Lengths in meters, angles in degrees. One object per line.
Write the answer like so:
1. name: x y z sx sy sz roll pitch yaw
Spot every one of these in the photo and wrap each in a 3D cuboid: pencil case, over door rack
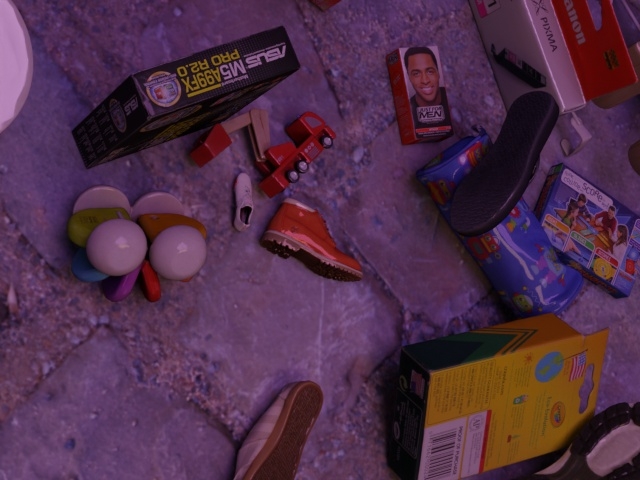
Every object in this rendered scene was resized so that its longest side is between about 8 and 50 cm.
1. pencil case: 0.270 -0.021 1.888 0.306 0.119 0.133 55 48 -8
2. over door rack: 0.450 -0.332 2.038 0.239 0.108 0.324 -24 92 -27

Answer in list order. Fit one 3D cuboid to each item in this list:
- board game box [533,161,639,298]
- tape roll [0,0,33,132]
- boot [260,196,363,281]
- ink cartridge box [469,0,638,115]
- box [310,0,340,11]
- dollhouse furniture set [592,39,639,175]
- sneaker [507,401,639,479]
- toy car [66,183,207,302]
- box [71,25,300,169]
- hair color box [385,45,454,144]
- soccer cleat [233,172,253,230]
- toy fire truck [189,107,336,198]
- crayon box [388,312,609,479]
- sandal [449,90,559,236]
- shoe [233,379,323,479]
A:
1. board game box: 0.430 -0.015 2.012 0.201 0.035 0.136 33 69 -18
2. tape roll: -0.484 -0.202 1.515 0.246 0.169 0.246 5 78 -26
3. boot: 0.000 0.000 1.785 0.158 0.059 0.084 29 65 -18
4. ink cartridge box: 0.338 -0.325 1.905 0.060 0.239 0.275 -19 90 -28
5. box: 0.037 -0.435 1.765 0.128 0.257 0.122 36 69 -17
6. dollhouse furniture set: 0.638 -0.177 2.033 0.362 0.256 0.394 -30 90 -28
7. sneaker: 0.356 0.415 1.840 0.410 0.158 0.182 -31 137 -9
8. toy car: -0.241 0.016 1.628 0.182 0.159 0.136 5 115 -26
9. box: -0.177 -0.178 1.607 0.216 0.270 0.060 -23 91 -28
10. hair color box: 0.150 -0.219 1.904 0.072 0.043 0.141 -8 84 -27
11. soccer cleat: -0.105 -0.054 1.752 0.029 0.035 0.083 10 77 -25
12. toy fire truck: -0.077 -0.136 1.761 0.135 0.047 0.192 48 54 -9
13. crayon box: 0.256 0.224 1.808 0.318 0.081 0.202 -9 118 -28
14. sandal: 0.272 -0.101 1.788 0.254 0.097 0.054 -56 132 -21
15. shoe: -0.067 0.287 1.706 0.076 0.058 0.219 42 68 -36
